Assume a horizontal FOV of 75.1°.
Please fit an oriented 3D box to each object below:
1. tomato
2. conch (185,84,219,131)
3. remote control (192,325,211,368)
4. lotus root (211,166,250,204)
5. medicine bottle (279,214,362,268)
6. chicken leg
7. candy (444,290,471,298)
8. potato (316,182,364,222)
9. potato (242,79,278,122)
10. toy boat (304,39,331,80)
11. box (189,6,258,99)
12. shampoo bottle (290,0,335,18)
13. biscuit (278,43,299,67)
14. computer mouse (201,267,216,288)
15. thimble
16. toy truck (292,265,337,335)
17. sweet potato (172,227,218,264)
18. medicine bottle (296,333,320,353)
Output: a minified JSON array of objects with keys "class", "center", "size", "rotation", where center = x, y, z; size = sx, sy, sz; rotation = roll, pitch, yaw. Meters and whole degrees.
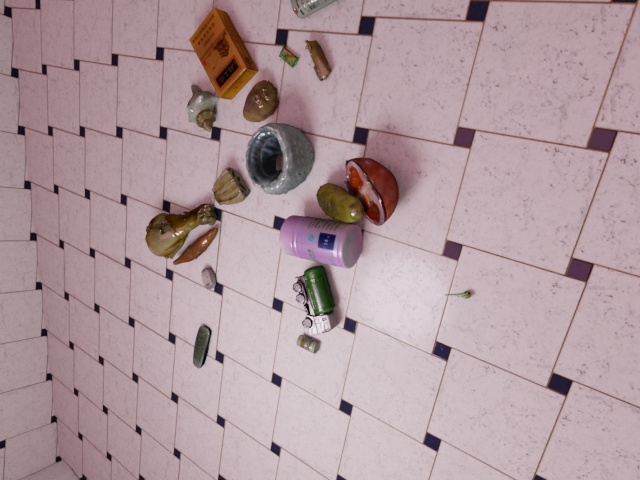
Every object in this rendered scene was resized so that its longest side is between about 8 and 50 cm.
[{"class":"tomato","center":[0.171,-0.164,1.306],"size":[0.228,0.112,0.199],"rotation":[62,165,5]},{"class":"conch","center":[-0.474,-0.536,1.660],"size":[0.137,0.114,0.234],"rotation":[-11,88,20]},{"class":"remote control","center":[-0.556,0.499,1.949],"size":[0.072,0.042,0.222],"rotation":[26,111,26]},{"class":"lotus root","center":[-0.363,-0.207,1.674],"size":[0.144,0.070,0.143],"rotation":[-26,91,29]},{"class":"medicine bottle","center":[0.000,0.000,1.430],"size":[0.253,0.152,0.152],"rotation":[10,104,31]},{"class":"chicken leg","center":[-0.610,-0.054,1.829],"size":[0.429,0.152,0.202],"rotation":[-23,90,26]},{"class":"candy","center":[0.418,0.168,1.274],"size":[0.083,0.023,0.025],"rotation":[-7,53,39]},{"class":"potato","center":[0.064,-0.121,1.372],"size":[0.225,0.090,0.118],"rotation":[34,146,49]},{"class":"potato","center":[-0.228,-0.492,1.519],"size":[0.100,0.089,0.172],"rotation":[44,118,15]},{"class":"toy boat","center":[-0.012,-0.603,1.384],"size":[0.048,0.047,0.149],"rotation":[-26,86,34]},{"class":"box","center":[-0.369,-0.703,1.578],"size":[0.174,0.076,0.274],"rotation":[-33,81,34]},{"class":"shampoo bottle","center":[0.030,-0.790,1.300],"size":[0.262,0.085,0.085],"rotation":[-11,93,33]},{"class":"biscuit","center":[-0.113,-0.643,1.460],"size":[0.089,0.016,0.046],"rotation":[46,119,17]},{"class":"computer mouse","center":[-0.492,0.168,1.848],"size":[0.066,0.039,0.096],"rotation":[-27,77,33]},{"class":"thimble","center":[-0.146,-0.281,1.458],"size":[0.204,0.171,0.250],"rotation":[18,107,27]},{"class":"toy truck","center":[-0.012,0.216,1.515],"size":[0.124,0.101,0.243],"rotation":[-16,88,22]},{"class":"sweet potato","center":[-0.537,0.034,1.836],"size":[0.314,0.066,0.072],"rotation":[-32,88,30]},{"class":"medicine bottle","center":[-0.048,0.398,1.601],"size":[0.083,0.047,0.047],"rotation":[18,109,30]}]
